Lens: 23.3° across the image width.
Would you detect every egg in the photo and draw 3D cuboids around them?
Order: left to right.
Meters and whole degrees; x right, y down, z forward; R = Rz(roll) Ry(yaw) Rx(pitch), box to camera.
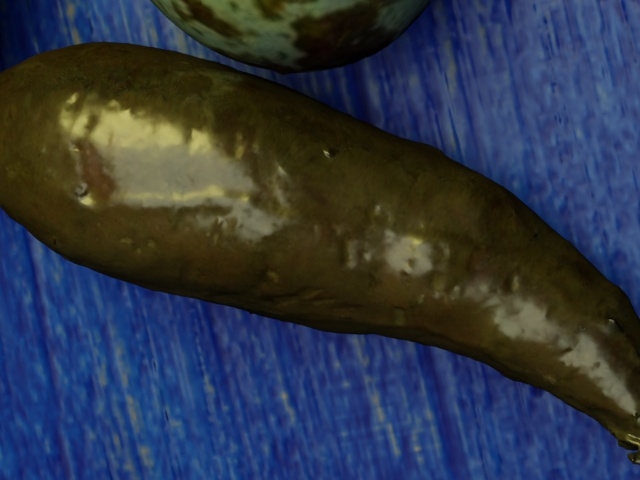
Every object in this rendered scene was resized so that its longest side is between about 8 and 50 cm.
[{"bbox_3d":[-0.031,-0.189,0.769,0.169,0.169,0.231,-36,77,15],"label":"egg"}]

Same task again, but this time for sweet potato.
[{"bbox_3d":[0.004,-0.003,0.804,0.423,0.130,0.130,22,101,5],"label":"sweet potato"}]
